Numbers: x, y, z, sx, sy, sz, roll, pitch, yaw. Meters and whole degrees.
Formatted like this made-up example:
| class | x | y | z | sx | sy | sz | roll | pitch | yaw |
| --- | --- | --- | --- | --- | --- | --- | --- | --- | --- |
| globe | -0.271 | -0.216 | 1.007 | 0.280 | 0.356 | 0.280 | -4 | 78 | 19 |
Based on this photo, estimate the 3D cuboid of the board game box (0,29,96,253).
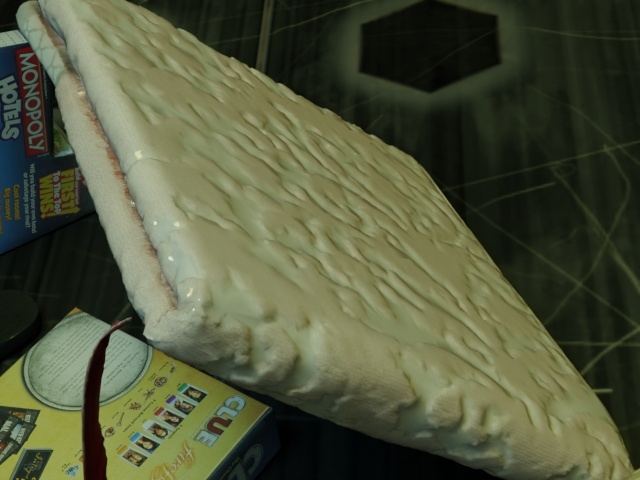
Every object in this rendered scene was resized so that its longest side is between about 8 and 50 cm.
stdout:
| class | x | y | z | sx | sy | sz | roll | pitch | yaw |
| --- | --- | --- | --- | --- | --- | --- | --- | --- | --- |
| board game box | -0.240 | -0.061 | 0.928 | 0.194 | 0.194 | 0.060 | -16 | 43 | -28 |

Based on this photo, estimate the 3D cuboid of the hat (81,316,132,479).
| class | x | y | z | sx | sy | sz | roll | pitch | yaw |
| --- | --- | --- | --- | --- | --- | --- | --- | --- | --- |
| hat | -0.123 | 0.183 | 0.580 | 0.173 | 0.183 | 0.209 | -22 | 75 | -17 |

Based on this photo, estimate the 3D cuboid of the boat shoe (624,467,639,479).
| class | x | y | z | sx | sy | sz | roll | pitch | yaw |
| --- | --- | --- | --- | --- | --- | --- | --- | --- | --- |
| boat shoe | 0.250 | 0.133 | 0.719 | 0.190 | 0.068 | 0.072 | 2 | 32 | -3 |

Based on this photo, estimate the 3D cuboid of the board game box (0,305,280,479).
| class | x | y | z | sx | sy | sz | roll | pitch | yaw |
| --- | --- | --- | --- | --- | --- | --- | --- | --- | --- |
| board game box | -0.161 | 0.157 | 0.766 | 0.165 | 0.042 | 0.243 | 24 | 53 | 29 |

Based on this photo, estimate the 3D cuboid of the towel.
| class | x | y | z | sx | sy | sz | roll | pitch | yaw |
| --- | --- | --- | --- | --- | --- | --- | --- | --- | --- |
| towel | 0.000 | 0.000 | 0.744 | 0.053 | 0.331 | 0.317 | -51 | 41 | 18 |

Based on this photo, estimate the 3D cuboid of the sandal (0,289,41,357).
| class | x | y | z | sx | sy | sz | roll | pitch | yaw |
| --- | --- | --- | --- | --- | --- | --- | --- | --- | --- |
| sandal | -0.264 | 0.079 | 0.863 | 0.179 | 0.040 | 0.067 | -38 | 51 | -27 |
